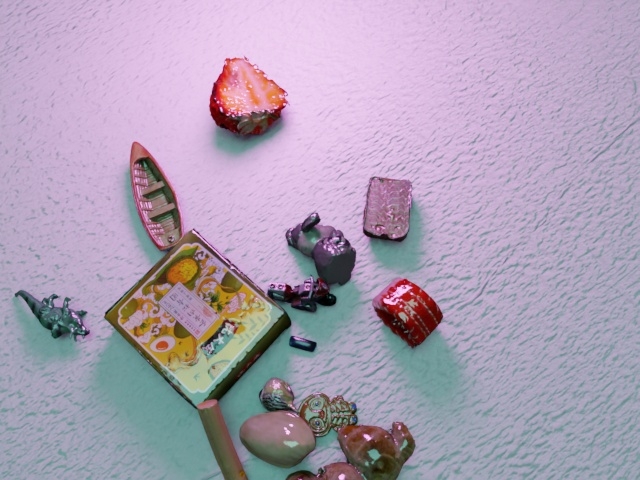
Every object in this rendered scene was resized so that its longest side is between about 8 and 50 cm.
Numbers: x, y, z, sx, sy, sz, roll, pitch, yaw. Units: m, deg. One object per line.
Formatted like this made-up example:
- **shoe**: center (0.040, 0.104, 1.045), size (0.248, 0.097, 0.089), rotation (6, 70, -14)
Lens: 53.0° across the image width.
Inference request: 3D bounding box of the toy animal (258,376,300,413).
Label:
- **toy animal**: center (-0.120, 0.458, 1.829), size (0.098, 0.098, 0.137), rotation (-30, 56, -9)

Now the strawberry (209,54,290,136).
- **strawberry**: center (-0.273, -0.463, 2.158), size (0.253, 0.150, 0.280), rotation (-32, 68, -31)

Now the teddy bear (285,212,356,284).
- **teddy bear**: center (0.010, 0.002, 1.963), size (0.144, 0.171, 0.251), rotation (-25, 63, -28)

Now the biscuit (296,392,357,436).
- **biscuit**: center (0.019, 0.499, 1.846), size (0.175, 0.026, 0.124), rotation (-4, 70, 1)

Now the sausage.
- **sausage**: center (-0.259, 0.577, 1.755), size (0.066, 0.066, 0.301), rotation (-19, 96, -5)

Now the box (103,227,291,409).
- **box**: center (-0.361, 0.231, 1.904), size (0.420, 0.138, 0.373), rotation (40, 76, 16)

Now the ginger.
- **ginger**: center (0.095, 0.626, 1.722), size (0.375, 0.176, 0.256), rotation (-42, 58, -12)

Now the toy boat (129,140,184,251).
- **toy boat**: center (-0.534, -0.143, 2.080), size (0.136, 0.079, 0.392), rotation (-23, 71, -4)

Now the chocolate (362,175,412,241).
- **chocolate**: center (0.211, -0.092, 2.022), size (0.148, 0.093, 0.214), rotation (7, 69, 7)

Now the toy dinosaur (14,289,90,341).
- **toy dinosaur**: center (-0.817, 0.207, 1.965), size (0.292, 0.079, 0.120), rotation (38, 74, 18)

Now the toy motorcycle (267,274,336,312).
- **toy motorcycle**: center (-0.058, 0.158, 1.925), size (0.213, 0.122, 0.082), rotation (4, 54, 5)

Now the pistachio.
- **pistachio**: center (-0.115, 0.549, 1.778), size (0.223, 0.126, 0.152), rotation (0, 86, 21)

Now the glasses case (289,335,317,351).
- **glasses case**: center (-0.054, 0.309, 1.921), size (0.083, 0.023, 0.033), rotation (14, 69, 8)

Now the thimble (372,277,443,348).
- **thimble**: center (0.252, 0.205, 1.873), size (0.189, 0.163, 0.125), rotation (42, 75, 15)
